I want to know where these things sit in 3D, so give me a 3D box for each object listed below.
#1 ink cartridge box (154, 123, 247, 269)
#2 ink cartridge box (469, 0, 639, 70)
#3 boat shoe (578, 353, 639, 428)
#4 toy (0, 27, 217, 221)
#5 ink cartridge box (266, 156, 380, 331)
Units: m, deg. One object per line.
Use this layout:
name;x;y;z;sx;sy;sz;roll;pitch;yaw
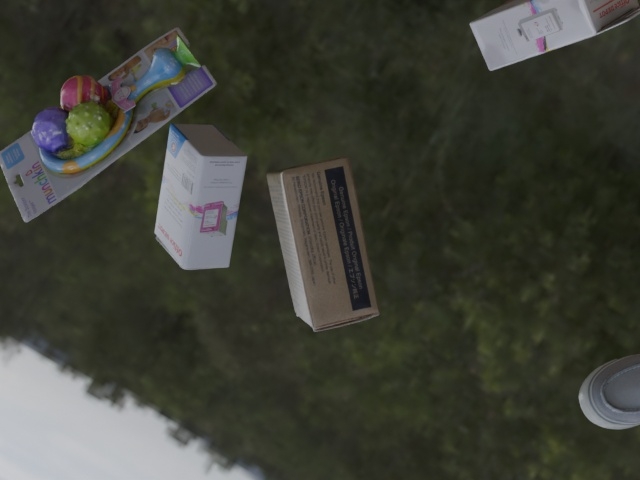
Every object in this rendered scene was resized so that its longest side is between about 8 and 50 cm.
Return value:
ink cartridge box;-0.120;-0.043;1.468;0.052;0.122;0.088;0;-155;-28
ink cartridge box;0.289;-0.270;1.736;0.198;0.115;0.067;-14;104;43
boat shoe;0.398;0.152;1.681;0.227;0.079;0.081;-11;162;-27
toy;-0.231;-0.135;1.517;0.056;0.237;0.137;58;178;-41
ink cartridge box;0.000;0.000;1.830;0.088;0.193;0.234;-13;-176;-6
